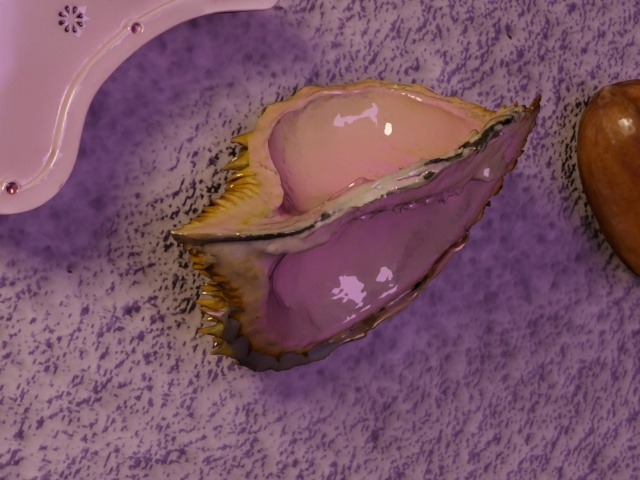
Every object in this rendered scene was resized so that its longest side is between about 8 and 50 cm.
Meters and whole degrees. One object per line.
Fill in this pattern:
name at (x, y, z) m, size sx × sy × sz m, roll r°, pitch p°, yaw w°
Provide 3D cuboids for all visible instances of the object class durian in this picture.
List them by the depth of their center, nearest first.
durian at (0.009, 0.003, 1.427) m, size 0.305 × 0.185 × 0.196 m, roll -31°, pitch 133°, yaw -32°

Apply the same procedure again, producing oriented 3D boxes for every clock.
clock at (-0.172, -0.159, 1.351) m, size 0.290 × 0.080 × 0.275 m, roll -3°, pitch 94°, yaw -29°

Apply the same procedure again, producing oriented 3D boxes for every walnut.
walnut at (0.280, -0.039, 1.600) m, size 0.115 × 0.116 × 0.207 m, roll -33°, pitch 107°, yaw -25°
